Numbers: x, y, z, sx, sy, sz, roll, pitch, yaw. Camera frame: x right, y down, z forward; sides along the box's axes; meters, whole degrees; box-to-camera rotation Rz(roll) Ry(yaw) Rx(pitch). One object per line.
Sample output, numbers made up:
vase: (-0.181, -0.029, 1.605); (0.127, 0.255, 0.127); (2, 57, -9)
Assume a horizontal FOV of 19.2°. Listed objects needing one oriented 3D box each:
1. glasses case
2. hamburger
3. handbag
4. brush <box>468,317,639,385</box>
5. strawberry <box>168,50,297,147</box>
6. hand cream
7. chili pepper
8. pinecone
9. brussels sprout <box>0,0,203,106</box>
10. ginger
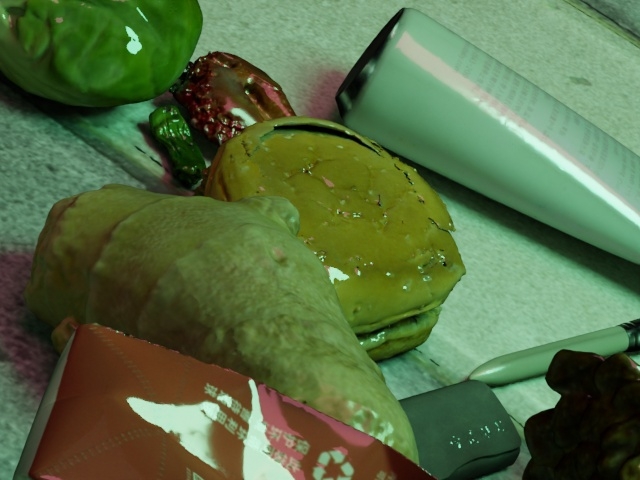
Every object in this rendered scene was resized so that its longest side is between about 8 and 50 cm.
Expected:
glasses case: (0.054, 0.146, 1.320); (0.190, 0.042, 0.072); (-12, 56, -40)
hamburger: (-0.002, 0.000, 1.427); (0.213, 0.108, 0.214); (17, 39, -15)
handbag: (-0.037, 0.188, 1.097); (0.298, 0.171, 0.151); (19, 34, -5)
brush: (0.230, 0.084, 1.513); (0.299, 0.042, 0.039); (-13, 35, -37)
strawberry: (-0.059, -0.105, 1.566); (0.152, 0.048, 0.104); (38, 32, 16)
hand cream: (0.188, -0.072, 1.638); (0.358, 0.118, 0.185); (30, 21, -3)
chili pepper: (-0.114, -0.075, 1.523); (0.030, 0.034, 0.091); (-23, 49, -5)
pinecone: (0.263, 0.151, 1.293); (0.229, 0.202, 0.201); (41, 54, 21)
brussels sprout: (-0.188, -0.185, 1.528); (0.180, 0.144, 0.161); (31, 69, -10)
ginger: (-0.056, 0.068, 1.245); (0.190, 0.126, 0.354); (-30, 52, -19)
